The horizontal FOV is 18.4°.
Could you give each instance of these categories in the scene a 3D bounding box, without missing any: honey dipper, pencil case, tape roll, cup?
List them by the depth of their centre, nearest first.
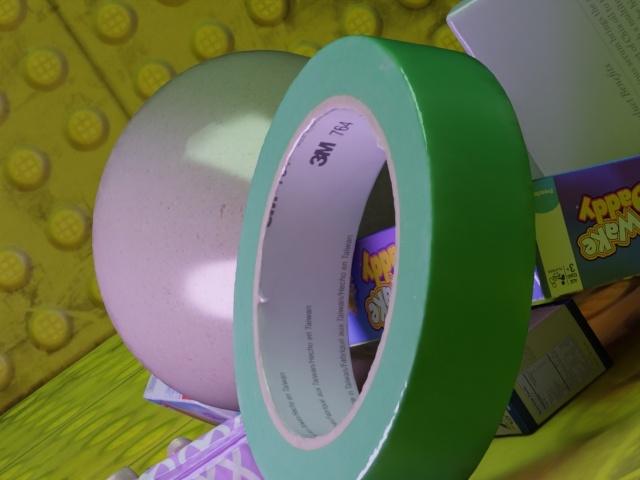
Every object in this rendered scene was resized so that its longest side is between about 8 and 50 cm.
[{"bbox_3d":[0.033,0.024,1.336,0.077,0.321,0.321,6,-11,-23],"label":"tape roll"},{"bbox_3d":[-0.057,0.175,1.568,0.206,0.086,0.088,-36,-34,2],"label":"pencil case"},{"bbox_3d":[0.000,0.000,1.700,0.331,0.331,0.237,-37,19,-20],"label":"cup"},{"bbox_3d":[-0.122,0.213,1.885,0.030,0.030,0.160,-35,8,-8],"label":"honey dipper"}]

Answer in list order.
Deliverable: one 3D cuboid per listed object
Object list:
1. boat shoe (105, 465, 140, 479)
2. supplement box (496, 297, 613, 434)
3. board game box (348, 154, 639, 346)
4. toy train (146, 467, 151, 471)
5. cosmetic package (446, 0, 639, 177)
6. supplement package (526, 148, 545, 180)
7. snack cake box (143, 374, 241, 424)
[{"bbox_3d":[-0.218,0.255,1.736,0.109,0.098,0.302,-38,8,-32],"label":"boat shoe"},{"bbox_3d":[0.140,0.089,1.370,0.083,0.056,0.083,-36,6,-22],"label":"supplement box"},{"bbox_3d":[0.161,0.003,1.450,0.233,0.078,0.347,-13,-3,-25],"label":"board game box"},{"bbox_3d":[-0.210,0.266,1.931,0.158,0.027,0.036,-33,10,14],"label":"toy train"},{"bbox_3d":[0.374,-0.257,1.985,0.453,0.230,0.161,-32,6,9],"label":"cosmetic package"},{"bbox_3d":[0.177,-0.104,2.231,0.134,0.139,0.244,-36,5,-22],"label":"supplement package"},{"bbox_3d":[-0.087,0.103,1.954,0.152,0.089,0.264,-69,13,-8],"label":"snack cake box"}]
